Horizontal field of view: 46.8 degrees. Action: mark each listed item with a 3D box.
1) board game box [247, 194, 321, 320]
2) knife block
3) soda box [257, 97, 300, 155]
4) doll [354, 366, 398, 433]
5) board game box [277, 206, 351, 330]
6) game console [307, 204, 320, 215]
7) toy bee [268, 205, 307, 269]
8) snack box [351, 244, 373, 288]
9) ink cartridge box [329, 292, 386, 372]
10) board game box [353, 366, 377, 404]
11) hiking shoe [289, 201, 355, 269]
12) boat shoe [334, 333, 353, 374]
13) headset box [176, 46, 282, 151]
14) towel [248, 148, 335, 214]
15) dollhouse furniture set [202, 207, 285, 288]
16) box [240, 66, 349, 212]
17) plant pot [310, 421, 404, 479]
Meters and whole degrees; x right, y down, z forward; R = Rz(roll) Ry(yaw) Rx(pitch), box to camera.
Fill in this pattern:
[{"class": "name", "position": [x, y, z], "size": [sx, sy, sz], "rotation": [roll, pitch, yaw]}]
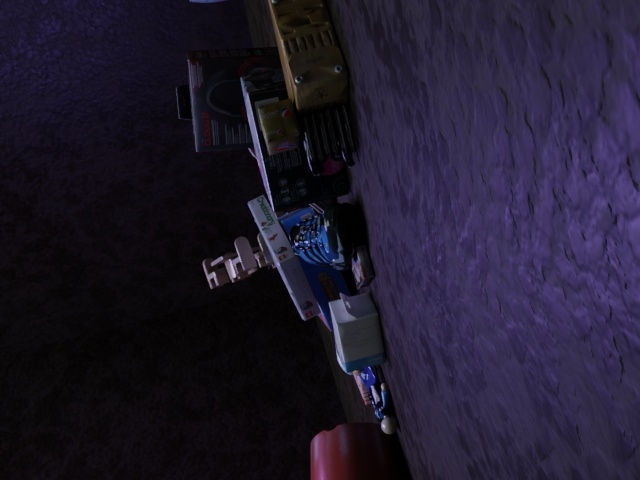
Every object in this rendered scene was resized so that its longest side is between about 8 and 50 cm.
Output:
[{"class": "board game box", "position": [-0.094, 0.038, 1.861], "size": [0.305, 0.053, 0.193], "rotation": [-121, 8, -53]}, {"class": "knife block", "position": [-0.012, -0.258, 1.265], "size": [0.242, 0.088, 0.276], "rotation": [88, 166, -68]}, {"class": "soda box", "position": [-0.071, -0.192, 1.275], "size": [0.181, 0.058, 0.061], "rotation": [-179, 73, -88]}, {"class": "doll", "position": [0.130, 0.356, 1.675], "size": [0.189, 0.046, 0.129], "rotation": [-117, 21, -43]}, {"class": "board game box", "position": [-0.014, 0.066, 1.970], "size": [0.302, 0.086, 0.308], "rotation": [-167, 53, -84]}, {"class": "game console", "position": [0.010, -0.110, 1.966], "size": [0.144, 0.085, 0.124], "rotation": [88, -162, -68]}, {"class": "toy bee", "position": [-0.047, -0.029, 2.284], "size": [0.298, 0.162, 0.195], "rotation": [106, -178, -53]}, {"class": "snack box", "position": [0.082, 0.056, 1.492], "size": [0.178, 0.022, 0.064], "rotation": [99, 159, -80]}, {"class": "ink cartridge box", "position": [0.075, 0.184, 1.542], "size": [0.092, 0.089, 0.143], "rotation": [-112, 11, -61]}, {"class": "board game box", "position": [0.102, 0.301, 1.869], "size": [0.193, 0.045, 0.147], "rotation": [-117, 13, -70]}, {"class": "hiking shoe", "position": [0.000, 0.000, 1.495], "size": [0.304, 0.132, 0.113], "rotation": [94, -178, -73]}, {"class": "boat shoe", "position": [0.070, 0.288, 2.099], "size": [0.083, 0.065, 0.184], "rotation": [86, 170, -74]}, {"class": "headset box", "position": [-0.186, -0.330, 1.728], "size": [0.110, 0.293, 0.218], "rotation": [-113, 21, -64]}, {"class": "towel", "position": [-0.079, -0.164, 1.816], "size": [0.187, 0.049, 0.282], "rotation": [35, -171, -34]}, {"class": "dollhouse furniture set", "position": [-0.204, 0.012, 2.137], "size": [0.212, 0.242, 0.161], "rotation": [-29, 80, 52]}, {"class": "box", "position": [-0.053, -0.207, 1.459], "size": [0.142, 0.163, 0.247], "rotation": [-114, 12, -63]}, {"class": "plant pot", "position": [0.087, 0.583, 1.709], "size": [0.272, 0.272, 0.265], "rotation": [82, -179, -52]}]
